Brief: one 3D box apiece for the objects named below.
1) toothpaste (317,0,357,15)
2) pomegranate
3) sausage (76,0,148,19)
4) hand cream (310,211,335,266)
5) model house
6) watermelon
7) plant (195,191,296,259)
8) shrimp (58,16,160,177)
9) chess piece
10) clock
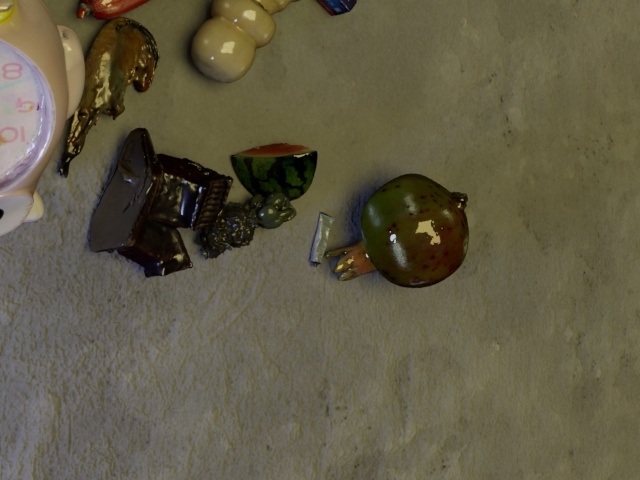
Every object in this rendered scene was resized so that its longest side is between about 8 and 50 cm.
[{"bbox_3d":[0.093,-0.527,2.010,0.076,0.066,0.320,42,72,-26],"label":"toothpaste"},{"bbox_3d":[0.132,-0.010,1.994,0.246,0.198,0.198,-7,96,-12],"label":"pomegranate"},{"bbox_3d":[-0.258,-0.405,1.795,0.274,0.074,0.074,-34,109,-25],"label":"sausage"},{"bbox_3d":[0.000,0.000,2.010,0.030,0.019,0.093,21,75,-29],"label":"hand cream"},{"bbox_3d":[-0.240,-0.044,1.806,0.164,0.141,0.203,21,100,-43],"label":"model house"},{"bbox_3d":[-0.078,-0.129,1.930,0.135,0.125,0.094,17,52,-13],"label":"watermelon"},{"bbox_3d":[-0.119,-0.030,1.898,0.174,0.087,0.085,-25,143,-19],"label":"plant"},{"bbox_3d":[-0.312,-0.209,1.778,0.117,0.066,0.262,19,84,-31],"label":"shrimp"},{"bbox_3d":[-0.113,-0.369,1.862,0.143,0.143,0.261,38,80,-27],"label":"chess piece"},{"bbox_3d":[-0.494,-0.179,1.534,0.368,0.250,0.376,-8,131,-21],"label":"clock"}]
